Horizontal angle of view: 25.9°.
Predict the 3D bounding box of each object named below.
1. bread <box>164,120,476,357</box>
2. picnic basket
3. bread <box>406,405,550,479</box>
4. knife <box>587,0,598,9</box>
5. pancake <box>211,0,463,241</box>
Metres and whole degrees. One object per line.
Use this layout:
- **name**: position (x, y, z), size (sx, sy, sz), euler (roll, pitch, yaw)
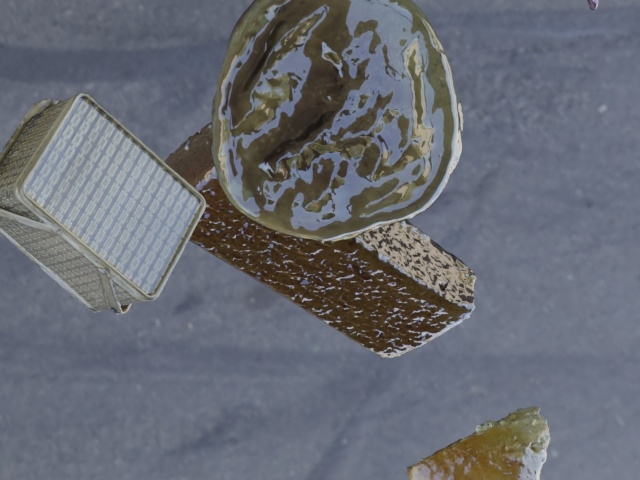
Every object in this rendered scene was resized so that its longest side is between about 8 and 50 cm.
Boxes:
- **bread**: position (0.000, 0.000, 1.670), size (0.165, 0.113, 0.416), euler (-29, 131, 36)
- **picnic basket**: position (-0.186, -0.029, 1.127), size (0.079, 0.115, 0.164), euler (-11, 134, 48)
- **bread**: position (0.139, 0.211, 1.224), size (0.136, 0.154, 0.054), euler (13, 157, -22)
- **knife**: position (0.162, -0.276, 1.011), size (0.035, 0.018, 0.247), euler (-54, 129, -36)
- **pancake**: position (0.020, -0.142, 1.484), size (0.294, 0.294, 0.049), euler (-27, -176, -4)
